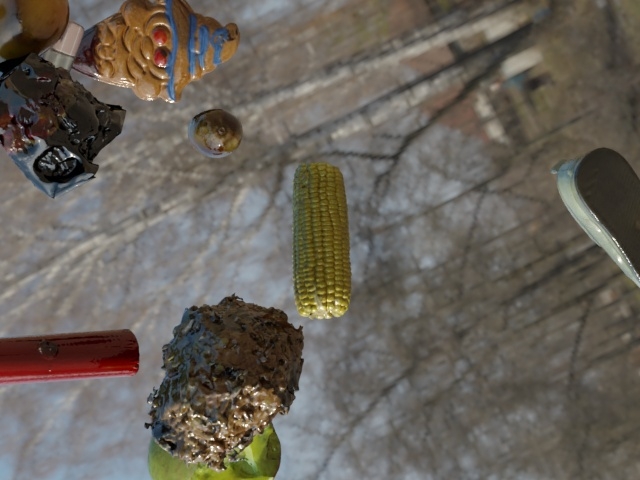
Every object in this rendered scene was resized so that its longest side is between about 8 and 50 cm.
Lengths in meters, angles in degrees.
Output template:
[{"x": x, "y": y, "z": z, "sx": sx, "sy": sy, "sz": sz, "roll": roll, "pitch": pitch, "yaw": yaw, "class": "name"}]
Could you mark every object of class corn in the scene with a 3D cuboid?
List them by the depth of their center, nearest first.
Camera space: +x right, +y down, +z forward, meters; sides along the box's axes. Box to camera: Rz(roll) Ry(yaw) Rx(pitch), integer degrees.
[{"x": 0.000, "y": 0.000, "z": 1.926, "sx": 0.093, "sy": 0.093, "sz": 0.244, "roll": 39, "pitch": -134, "yaw": -66, "class": "corn"}]

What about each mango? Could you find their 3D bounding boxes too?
[{"x": -0.412, "y": -0.290, "z": 1.636, "sx": 0.112, "sy": 0.219, "sz": 0.145, "roll": 41, "pitch": -115, "yaw": -32, "class": "mango"}]

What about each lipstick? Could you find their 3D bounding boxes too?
[{"x": -0.388, "y": 0.165, "z": 1.746, "sx": 0.279, "sy": 0.073, "sz": 0.073, "roll": -1, "pitch": -123, "yaw": -35, "class": "lipstick"}]

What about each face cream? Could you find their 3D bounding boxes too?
[{"x": -0.391, "y": -0.221, "z": 1.766, "sx": 0.057, "sy": 0.198, "sz": 0.084, "roll": 19, "pitch": -176, "yaw": -18, "class": "face cream"}]

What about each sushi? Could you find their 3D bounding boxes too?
[{"x": -0.356, "y": -0.156, "z": 1.569, "sx": 0.150, "sy": 0.153, "sz": 0.172, "roll": 56, "pitch": -163, "yaw": -30, "class": "sushi"}]

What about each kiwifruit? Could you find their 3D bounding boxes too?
[{"x": -0.150, "y": -0.152, "z": 1.767, "sx": 0.075, "sy": 0.075, "sz": 0.124, "roll": 61, "pitch": 171, "yaw": -14, "class": "kiwifruit"}]

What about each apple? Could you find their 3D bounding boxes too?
[{"x": -0.205, "y": 0.404, "z": 2.341, "sx": 0.246, "sy": 0.226, "sz": 0.246, "roll": 35, "pitch": 156, "yaw": 18, "class": "apple"}]

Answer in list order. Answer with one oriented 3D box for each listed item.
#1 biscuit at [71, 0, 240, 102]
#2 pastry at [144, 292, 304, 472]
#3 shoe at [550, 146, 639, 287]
[{"x": -0.264, "y": -0.302, "z": 1.940, "sx": 0.043, "sy": 0.280, "sz": 0.183, "roll": -112, "pitch": 16, "yaw": -78, "class": "biscuit"}, {"x": -0.149, "y": 0.192, "z": 1.792, "sx": 0.193, "sy": 0.275, "sz": 0.275, "roll": 44, "pitch": -163, "yaw": -22, "class": "pastry"}, {"x": 0.409, "y": -0.016, "z": 1.657, "sx": 0.275, "sy": 0.103, "sz": 0.098, "roll": 49, "pitch": 168, "yaw": -20, "class": "shoe"}]
